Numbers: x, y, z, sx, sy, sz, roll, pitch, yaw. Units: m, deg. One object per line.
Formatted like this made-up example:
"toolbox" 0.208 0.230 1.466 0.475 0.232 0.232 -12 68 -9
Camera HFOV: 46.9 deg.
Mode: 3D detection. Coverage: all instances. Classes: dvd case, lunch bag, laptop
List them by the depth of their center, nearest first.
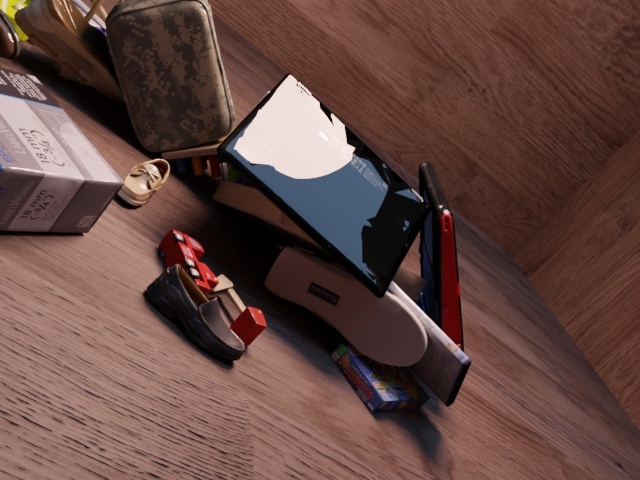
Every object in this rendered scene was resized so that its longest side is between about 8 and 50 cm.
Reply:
"dvd case" 0.178 0.187 1.413 0.253 0.022 0.180 46 -26 26
"laptop" -0.004 -0.107 1.452 0.382 0.236 0.408 42 49 -9
"lunch bag" -0.303 -0.355 1.502 0.256 0.212 0.305 -110 -173 -61

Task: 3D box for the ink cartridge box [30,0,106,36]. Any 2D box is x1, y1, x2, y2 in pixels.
"ink cartridge box" -0.575 -0.511 1.691 0.224 0.045 0.223 44 16 3

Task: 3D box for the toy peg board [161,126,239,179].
"toy peg board" -0.232 -0.175 1.541 0.161 0.160 0.079 -91 173 -68

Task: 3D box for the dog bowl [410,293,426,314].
"dog bowl" 0.152 0.101 1.803 0.297 0.074 0.166 51 18 27

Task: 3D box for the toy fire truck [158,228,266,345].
"toy fire truck" -0.173 0.071 1.170 0.135 0.047 0.192 27 22 -44

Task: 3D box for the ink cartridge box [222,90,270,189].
"ink cartridge box" -0.145 -0.208 1.684 0.065 0.186 0.311 37 18 -25

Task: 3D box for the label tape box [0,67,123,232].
"label tape box" -0.446 -0.128 0.935 0.240 0.106 0.333 47 17 16

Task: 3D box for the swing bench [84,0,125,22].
"swing bench" -0.525 -0.577 1.585 0.254 0.165 0.253 39 15 -14

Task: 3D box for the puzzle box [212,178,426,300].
"puzzle box" 0.000 0.000 1.536 0.409 0.052 0.272 30 -6 -37

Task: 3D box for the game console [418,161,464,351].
"game console" 0.248 0.040 1.594 0.386 0.060 0.342 -87 169 -69

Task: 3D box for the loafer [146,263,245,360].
"loafer" -0.170 0.106 1.066 0.170 0.061 0.062 41 16 -9

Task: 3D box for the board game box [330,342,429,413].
"board game box" 0.116 0.258 1.395 0.136 0.035 0.201 52 19 28

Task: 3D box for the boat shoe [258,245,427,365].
"boat shoe" 0.057 0.109 1.404 0.340 0.127 0.158 33 12 9

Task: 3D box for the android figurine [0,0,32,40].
"android figurine" -0.652 -0.481 1.429 0.273 0.056 0.248 30 20 -31

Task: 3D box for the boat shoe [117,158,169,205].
"boat shoe" -0.307 -0.109 1.288 0.063 0.059 0.170 40 17 -10

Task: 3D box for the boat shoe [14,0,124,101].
"boat shoe" -0.475 -0.364 1.446 0.302 0.098 0.109 53 20 -65

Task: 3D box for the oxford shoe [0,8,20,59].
"oxford shoe" -0.619 -0.386 1.259 0.227 0.083 0.096 40 35 -8
